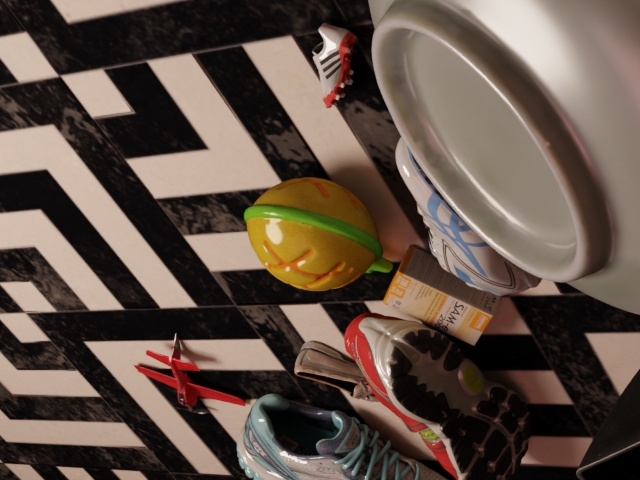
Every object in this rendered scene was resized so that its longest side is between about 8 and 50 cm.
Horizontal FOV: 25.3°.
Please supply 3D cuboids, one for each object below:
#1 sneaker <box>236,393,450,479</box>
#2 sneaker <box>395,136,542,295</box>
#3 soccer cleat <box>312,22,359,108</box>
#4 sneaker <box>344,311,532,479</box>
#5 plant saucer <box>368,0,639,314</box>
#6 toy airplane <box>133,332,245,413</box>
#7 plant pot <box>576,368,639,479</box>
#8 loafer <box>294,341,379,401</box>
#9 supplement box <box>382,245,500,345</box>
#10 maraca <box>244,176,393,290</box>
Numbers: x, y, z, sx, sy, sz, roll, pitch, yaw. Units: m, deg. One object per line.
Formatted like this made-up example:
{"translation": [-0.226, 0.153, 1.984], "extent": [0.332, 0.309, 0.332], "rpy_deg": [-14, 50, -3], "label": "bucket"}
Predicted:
{"translation": [0.036, 0.259, 1.608], "extent": [0.283, 0.110, 0.122], "rpy_deg": [19, 141, 10], "label": "sneaker"}
{"translation": [0.113, -0.015, 1.180], "extent": [0.086, 0.085, 0.237], "rpy_deg": [-16, 147, 23], "label": "sneaker"}
{"translation": [0.008, -0.144, 1.174], "extent": [0.035, 0.029, 0.083], "rpy_deg": [29, 143, 13], "label": "soccer cleat"}
{"translation": [0.120, 0.158, 1.452], "extent": [0.118, 0.107, 0.279], "rpy_deg": [25, 159, 50], "label": "sneaker"}
{"translation": [0.136, -0.084, 0.938], "extent": [0.400, 0.100, 0.400], "rpy_deg": [50, 167, 16], "label": "plant saucer"}
{"translation": [-0.160, 0.164, 1.678], "extent": [0.151, 0.028, 0.151], "rpy_deg": [19, 145, 14], "label": "toy airplane"}
{"translation": [0.360, 0.153, 1.206], "extent": [0.187, 0.167, 0.188], "rpy_deg": [34, 144, -9], "label": "plant pot"}
{"translation": [0.031, 0.152, 1.529], "extent": [0.125, 0.039, 0.045], "rpy_deg": [25, 145, 3], "label": "loafer"}
{"translation": [0.115, 0.053, 1.348], "extent": [0.098, 0.036, 0.062], "rpy_deg": [24, 146, 3], "label": "supplement box"}
{"translation": [0.000, 0.000, 1.309], "extent": [0.127, 0.099, 0.185], "rpy_deg": [14, 169, 21], "label": "maraca"}
